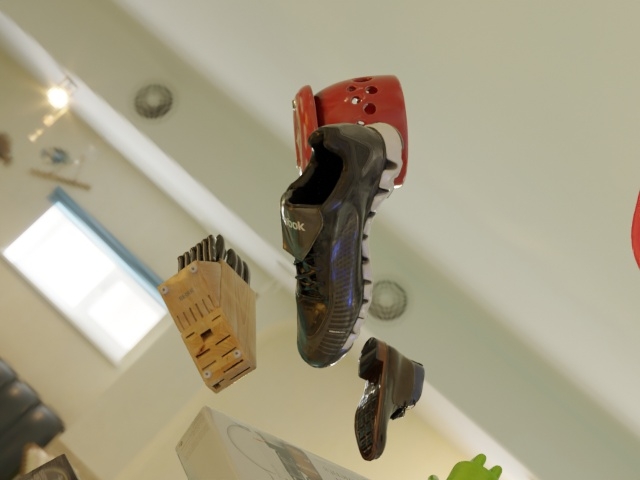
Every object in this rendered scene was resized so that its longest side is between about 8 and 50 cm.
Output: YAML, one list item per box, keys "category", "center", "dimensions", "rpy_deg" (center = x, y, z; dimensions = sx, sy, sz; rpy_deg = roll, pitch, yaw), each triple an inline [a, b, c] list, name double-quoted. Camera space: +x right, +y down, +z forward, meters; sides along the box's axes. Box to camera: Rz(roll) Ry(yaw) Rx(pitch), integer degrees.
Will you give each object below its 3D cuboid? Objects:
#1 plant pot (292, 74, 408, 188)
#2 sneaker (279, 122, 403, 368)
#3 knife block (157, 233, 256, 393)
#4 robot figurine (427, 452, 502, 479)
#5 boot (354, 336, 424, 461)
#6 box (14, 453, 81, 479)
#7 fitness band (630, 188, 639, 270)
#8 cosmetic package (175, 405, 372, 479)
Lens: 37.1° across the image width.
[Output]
- category: "plant pot"
  center: [0.047, -0.173, 1.579]
  dimensions: [0.191, 0.174, 0.191]
  rpy_deg: [174, -90, -84]
- category: "sneaker"
  center: [0.000, 0.000, 0.862]
  dimensions: [0.106, 0.234, 0.078]
  rpy_deg: [9, 7, -44]
- category: "knife block"
  center: [-0.162, 0.117, 1.652]
  dimensions: [0.275, 0.088, 0.242]
  rpy_deg: [60, 17, 16]
- category: "robot figurine"
  center: [0.179, 0.318, 1.170]
  dimensions: [0.101, 0.115, 0.067]
  rpy_deg: [36, -33, 3]
- category: "boot"
  center: [0.117, 0.259, 1.511]
  dimensions: [0.106, 0.219, 0.082]
  rpy_deg: [23, -44, -18]
- category: "box"
  center: [-0.286, 0.533, 1.367]
  dimensions: [0.318, 0.097, 0.395]
  rpy_deg: [50, -20, 40]
- category: "fitness band"
  center: [0.507, -0.055, 1.201]
  dimensions: [0.209, 0.290, 0.054]
  rpy_deg: [12, -7, 45]
- category: "cosmetic package"
  center: [-0.016, 0.421, 1.456]
  dimensions: [0.377, 0.097, 0.284]
  rpy_deg: [31, 9, -29]
